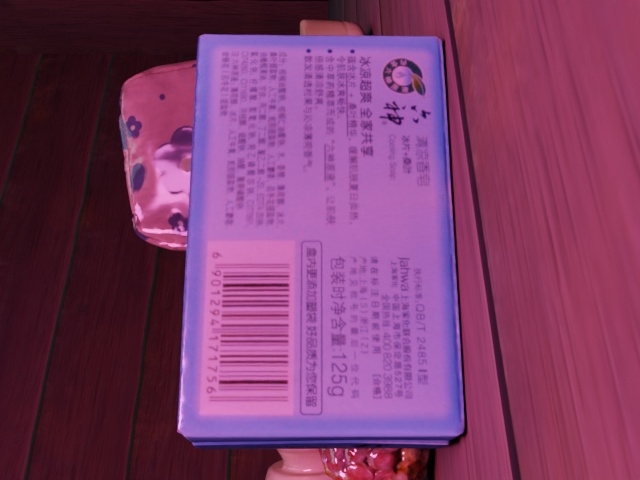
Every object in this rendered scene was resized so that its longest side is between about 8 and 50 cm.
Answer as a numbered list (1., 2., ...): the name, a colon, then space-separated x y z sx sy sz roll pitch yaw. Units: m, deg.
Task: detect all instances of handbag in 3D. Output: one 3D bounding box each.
1. handbag: -0.052 -0.082 0.829 0.193 0.251 0.190 5 -102 -82

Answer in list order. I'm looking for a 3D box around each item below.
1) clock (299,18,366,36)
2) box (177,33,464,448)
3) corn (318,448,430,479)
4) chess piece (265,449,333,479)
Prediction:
1. clock: -0.022 -0.150 1.101 0.308 0.096 0.235 -179 87 -73
2. box: 0.000 0.000 0.472 0.083 0.142 0.232 92 178 -70
3. corn: 0.036 0.043 0.537 0.079 0.079 0.237 95 178 -77
4. chess piece: -0.010 0.271 1.001 0.167 0.167 0.300 148 118 -89
